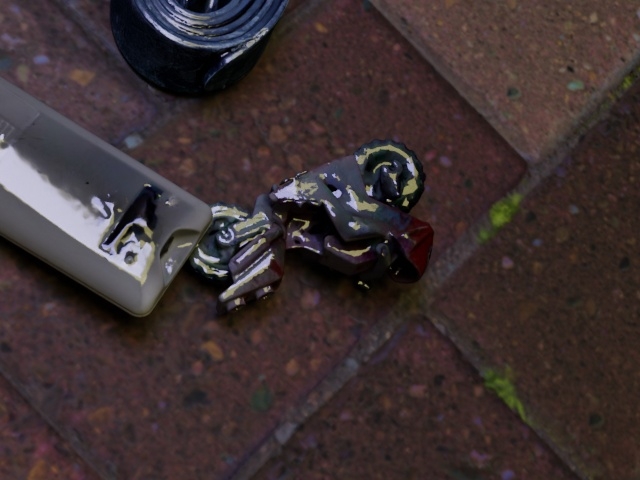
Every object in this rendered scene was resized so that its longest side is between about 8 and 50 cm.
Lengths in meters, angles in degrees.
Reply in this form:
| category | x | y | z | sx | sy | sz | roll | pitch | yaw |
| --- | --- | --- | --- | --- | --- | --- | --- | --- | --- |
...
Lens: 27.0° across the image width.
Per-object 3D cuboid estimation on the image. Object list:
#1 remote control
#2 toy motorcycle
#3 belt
| category | x | y | z | sx | sy | sz | roll | pitch | yaw |
| --- | --- | --- | --- | --- | --- | --- | --- | --- | --- |
| remote control | -0.232 | -0.070 | 0.978 | 0.313 | 0.055 | 0.109 | 31 | 58 | 0 |
| toy motorcycle | 0.000 | 0.001 | 1.053 | 0.213 | 0.082 | 0.122 | -22 | 69 | -18 |
| belt | -0.098 | -0.213 | 1.109 | 0.141 | 0.082 | 0.190 | 18 | 58 | -9 |
